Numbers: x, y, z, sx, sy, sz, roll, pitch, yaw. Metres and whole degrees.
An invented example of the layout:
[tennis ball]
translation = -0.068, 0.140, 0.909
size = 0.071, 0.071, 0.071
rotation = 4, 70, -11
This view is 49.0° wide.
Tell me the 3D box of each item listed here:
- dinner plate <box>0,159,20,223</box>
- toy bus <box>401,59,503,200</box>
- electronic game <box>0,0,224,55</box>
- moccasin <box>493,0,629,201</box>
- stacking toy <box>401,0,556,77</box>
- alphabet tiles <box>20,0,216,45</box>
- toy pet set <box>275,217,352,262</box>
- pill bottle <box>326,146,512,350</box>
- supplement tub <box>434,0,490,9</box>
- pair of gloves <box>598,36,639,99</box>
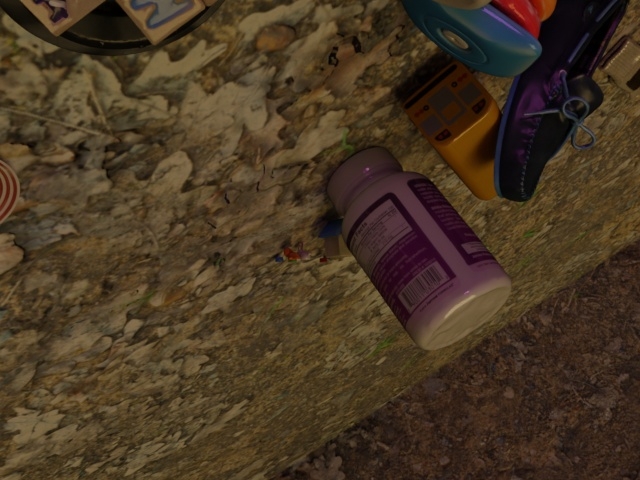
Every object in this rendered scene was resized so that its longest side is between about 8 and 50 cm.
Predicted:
[dinner plate]
translation = -0.385, -0.044, 0.725
size = 0.141, 0.017, 0.141
rotation = -26, 153, -14
[toy bus]
translation = 0.240, -0.160, 1.113
size = 0.108, 0.130, 0.332
rotation = -40, 153, 12
[electronic game]
translation = -0.169, -0.251, 0.591
size = 0.229, 0.048, 0.229
rotation = -19, 148, -12
[moccasin]
translation = 0.338, -0.215, 0.981
size = 0.138, 0.117, 0.342
rotation = 19, 89, -63
[stacking toy]
translation = 0.239, -0.354, 0.803
size = 0.302, 0.175, 0.166
rotation = -56, 180, 4
[alphabet tiles]
translation = -0.114, -0.309, 0.495
size = 0.342, 0.011, 0.285
rotation = -35, 135, 4
[toy pet set]
translation = 0.000, 0.000, 1.214
size = 0.114, 0.065, 0.122
rotation = -10, 171, 43
[pill bottle]
translation = 0.137, 0.003, 1.075
size = 0.169, 0.301, 0.169
rotation = -26, 152, -15
[supplement tub]
translation = 0.142, -0.336, 0.650
size = 0.200, 0.144, 0.144
rotation = -61, 149, 5
[pair of gloves]
translation = 0.643, -0.377, 1.310
size = 0.240, 0.042, 0.204
rotation = -47, 151, 22
